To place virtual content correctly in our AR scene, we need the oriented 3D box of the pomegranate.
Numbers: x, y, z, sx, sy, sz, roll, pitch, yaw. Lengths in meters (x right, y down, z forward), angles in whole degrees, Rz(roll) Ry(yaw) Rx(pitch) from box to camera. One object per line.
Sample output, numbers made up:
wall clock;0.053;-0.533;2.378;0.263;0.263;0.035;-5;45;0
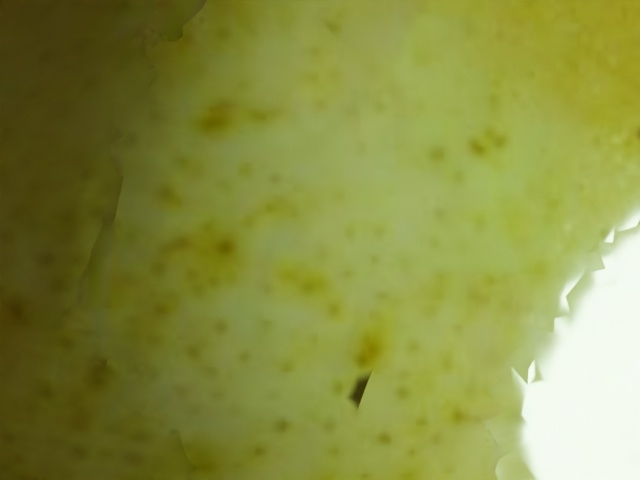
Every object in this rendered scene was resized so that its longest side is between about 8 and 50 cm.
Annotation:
pomegranate;0.000;0.000;0.557;0.416;0.416;0.416;25;59;-52
